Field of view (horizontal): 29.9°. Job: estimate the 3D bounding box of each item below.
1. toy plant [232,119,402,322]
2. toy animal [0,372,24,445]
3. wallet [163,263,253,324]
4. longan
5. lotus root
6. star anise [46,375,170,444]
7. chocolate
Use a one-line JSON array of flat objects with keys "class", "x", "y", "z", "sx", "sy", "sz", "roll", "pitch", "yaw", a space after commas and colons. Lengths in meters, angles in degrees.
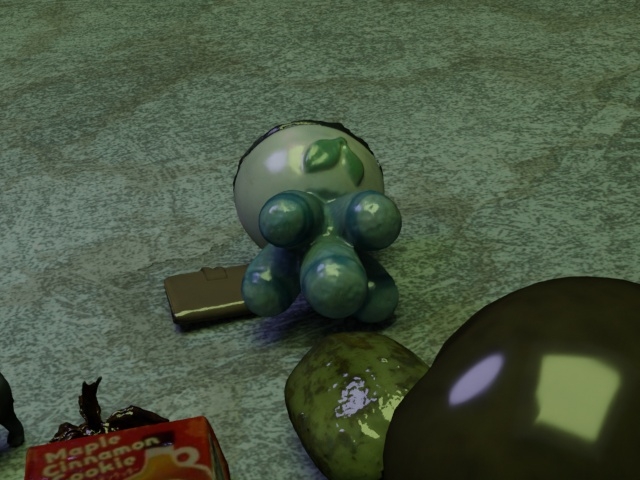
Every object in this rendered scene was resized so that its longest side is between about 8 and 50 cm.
[{"class": "toy plant", "x": 0.000, "y": 0.000, "z": 1.667, "sx": 0.247, "sy": 0.247, "sz": 0.332, "roll": -8, "pitch": 31, "yaw": -2}, {"class": "toy animal", "x": -0.453, "y": 0.245, "z": 1.420, "sx": 0.082, "sy": 0.137, "sz": 0.269, "roll": 10, "pitch": 26, "yaw": 23}, {"class": "wallet", "x": -0.147, "y": 0.078, "z": 1.742, "sx": 0.153, "sy": 0.038, "sz": 0.118, "roll": -9, "pitch": 33, "yaw": -10}, {"class": "longan", "x": 0.249, "y": 0.200, "z": 1.131, "sx": 0.405, "sy": 0.336, "sz": 0.404, "roll": 4, "pitch": 24, "yaw": -2}, {"class": "lotus root", "x": 0.046, "y": 0.195, "z": 1.390, "sx": 0.173, "sy": 0.173, "sz": 0.309, "roll": -17, "pitch": 23, "yaw": -16}, {"class": "star anise", "x": -0.283, "y": 0.205, "z": 1.451, "sx": 0.141, "sy": 0.144, "sz": 0.158, "roll": 0, "pitch": 30, "yaw": 29}, {"class": "chocolate", "x": -0.211, "y": 0.303, "z": 1.293, "sx": 0.238, "sy": 0.108, "sz": 0.234, "roll": -11, "pitch": 28, "yaw": -3}]
